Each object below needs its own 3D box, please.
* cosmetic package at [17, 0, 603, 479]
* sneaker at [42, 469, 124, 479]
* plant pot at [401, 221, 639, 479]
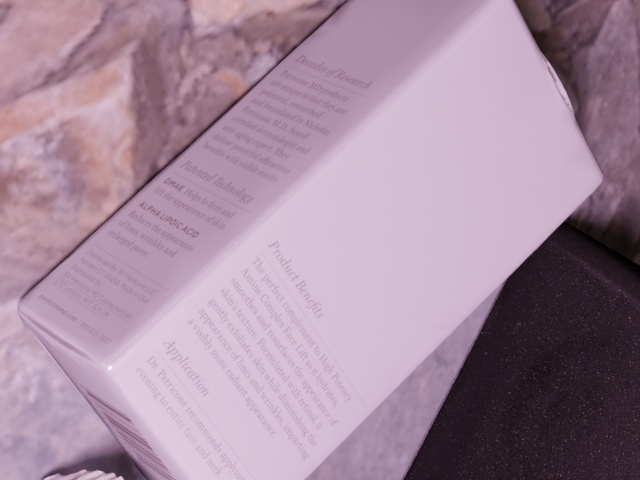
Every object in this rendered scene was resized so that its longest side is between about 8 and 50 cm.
[{"bbox_3d":[0.000,0.000,0.806,0.231,0.085,0.117,-44,127,-17],"label":"cosmetic package"},{"bbox_3d":[-0.152,0.242,0.776,0.293,0.102,0.146,-42,127,-16],"label":"sneaker"},{"bbox_3d":[0.175,0.125,0.925,0.188,0.167,0.187,27,92,-40],"label":"plant pot"}]
